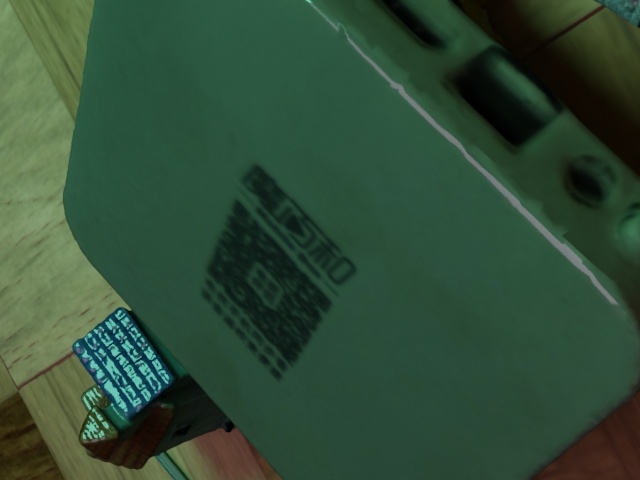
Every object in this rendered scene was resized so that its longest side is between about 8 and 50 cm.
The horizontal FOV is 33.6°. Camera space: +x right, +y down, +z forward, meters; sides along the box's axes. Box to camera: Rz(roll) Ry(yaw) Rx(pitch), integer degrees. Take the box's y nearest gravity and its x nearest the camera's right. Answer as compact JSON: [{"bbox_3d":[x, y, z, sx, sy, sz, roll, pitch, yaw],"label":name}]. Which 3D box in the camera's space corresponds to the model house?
[{"bbox_3d":[-0.143,0.112,0.814,0.119,0.149,0.148,48,134,17],"label":"model house"}]

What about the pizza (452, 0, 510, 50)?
[{"bbox_3d":[0.058,-0.108,0.586,0.178,0.041,0.131,18,128,40],"label":"pizza"}]

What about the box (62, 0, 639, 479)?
[{"bbox_3d":[0.000,0.000,0.629,0.367,0.090,0.373,46,144,13],"label":"box"}]

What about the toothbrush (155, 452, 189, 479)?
[{"bbox_3d":[-0.109,0.233,0.942,0.167,0.011,0.014,46,140,18],"label":"toothbrush"}]

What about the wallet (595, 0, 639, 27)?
[{"bbox_3d":[0.124,-0.228,0.470,0.167,0.036,0.222,37,133,25],"label":"wallet"}]
